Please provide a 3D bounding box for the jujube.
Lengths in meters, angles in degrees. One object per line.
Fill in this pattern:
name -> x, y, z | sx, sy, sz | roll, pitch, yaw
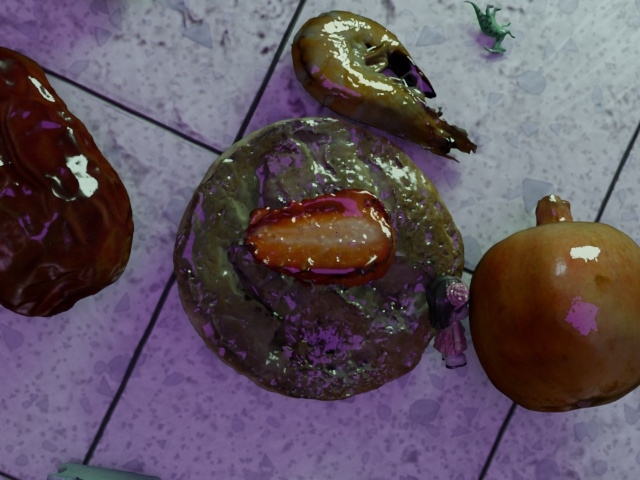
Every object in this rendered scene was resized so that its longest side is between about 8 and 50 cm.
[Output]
jujube -> -0.361, -0.083, 1.082 | 0.216, 0.216, 0.342 | -28, 81, -6

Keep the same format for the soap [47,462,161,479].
soap -> -0.288, 0.426, 1.136 | 0.150, 0.094, 0.261 | 11, 90, -1

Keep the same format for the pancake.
pancake -> 0.000, 0.025, 1.168 | 0.386, 0.082, 0.387 | -1, 93, -13

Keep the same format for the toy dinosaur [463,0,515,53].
toy dinosaur -> 0.228, -0.292, 1.226 | 0.083, 0.021, 0.062 | 11, 102, -7

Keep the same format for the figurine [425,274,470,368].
figurine -> 0.165, 0.105, 1.149 | 0.054, 0.072, 0.129 | -6, 113, -5

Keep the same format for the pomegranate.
pomegranate -> 0.305, 0.077, 1.126 | 0.229, 0.252, 0.270 | -2, 69, -15

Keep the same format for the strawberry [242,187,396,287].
strawberry -> 0.000, 0.000, 1.093 | 0.188, 0.082, 0.121 | 2, 68, -4

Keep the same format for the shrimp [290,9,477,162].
shrimp -> 0.094, -0.210, 1.194 | 0.287, 0.063, 0.152 | 26, 64, -14
